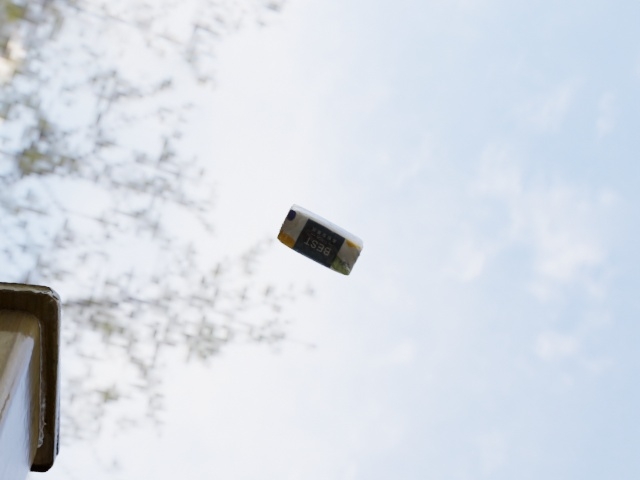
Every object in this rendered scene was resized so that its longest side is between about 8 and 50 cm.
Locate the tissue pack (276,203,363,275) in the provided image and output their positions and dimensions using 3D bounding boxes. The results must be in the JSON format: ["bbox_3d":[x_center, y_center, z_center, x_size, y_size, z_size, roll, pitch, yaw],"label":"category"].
[{"bbox_3d":[0.000,0.000,1.743,0.042,0.083,0.062,-62,-178,4],"label":"tissue pack"}]

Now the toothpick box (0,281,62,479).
[{"bbox_3d":[-0.332,0.178,1.471,0.308,0.187,0.190,-87,-177,-65],"label":"toothpick box"}]
